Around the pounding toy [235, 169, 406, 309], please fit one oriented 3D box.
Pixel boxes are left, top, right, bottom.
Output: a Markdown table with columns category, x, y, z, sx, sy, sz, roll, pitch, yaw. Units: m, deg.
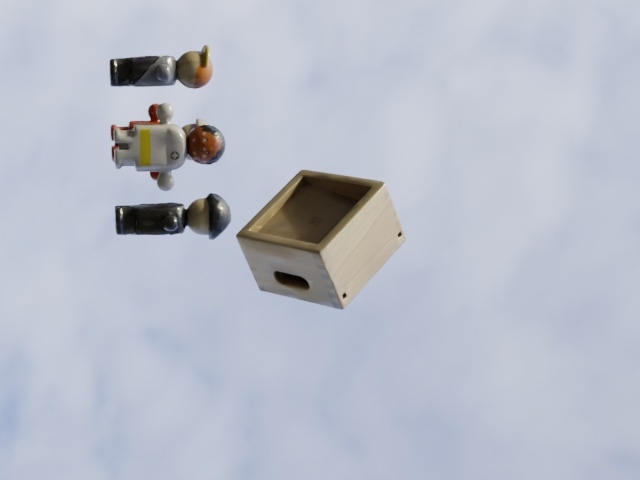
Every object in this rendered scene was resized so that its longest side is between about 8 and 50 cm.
| category | x | y | z | sx | sy | sz | roll | pitch | yaw |
| --- | --- | --- | --- | --- | --- | --- | --- | --- | --- |
| pounding toy | 0.000 | 0.000 | 1.426 | 0.141 | 0.100 | 0.130 | 11 | -135 | 40 |

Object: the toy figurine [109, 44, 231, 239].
| category | x | y | z | sx | sy | sz | roll | pitch | yaw |
| --- | --- | --- | --- | --- | --- | --- | --- | --- | --- |
| toy figurine | -0.189 | -0.121 | 1.845 | 0.148 | 0.209 | 0.213 | -2 | -131 | -9 |
